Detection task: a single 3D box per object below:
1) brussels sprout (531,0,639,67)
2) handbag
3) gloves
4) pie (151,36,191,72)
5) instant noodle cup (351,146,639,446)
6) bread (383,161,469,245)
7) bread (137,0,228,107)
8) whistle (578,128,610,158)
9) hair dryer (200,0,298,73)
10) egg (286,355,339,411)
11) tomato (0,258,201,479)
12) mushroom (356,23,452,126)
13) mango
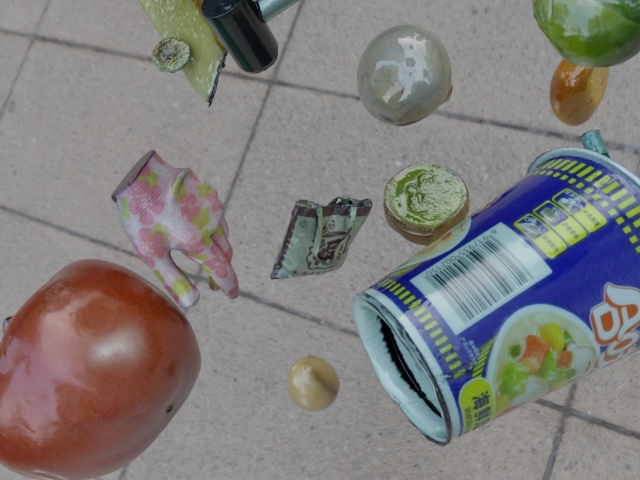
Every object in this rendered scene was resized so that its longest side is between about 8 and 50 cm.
[{"bbox_3d":[0.331,-0.281,0.786,0.155,0.117,0.155,9,107,32],"label":"brussels sprout"},{"bbox_3d":[0.000,0.000,1.571,0.127,0.213,0.235,62,143,35],"label":"handbag"},{"bbox_3d":[-0.185,-0.007,0.945,0.126,0.241,0.145,-36,25,22],"label":"gloves"},{"bbox_3d":[-0.297,-0.369,1.313,0.084,0.020,0.084,-3,70,9],"label":"pie"},{"bbox_3d":[0.218,0.078,0.776,0.312,0.284,0.284,-27,65,-15],"label":"instant noodle cup"},{"bbox_3d":[0.273,-0.098,1.711,0.236,0.070,0.236,-4,56,5],"label":"bread"},{"bbox_3d":[-0.206,-0.552,1.350,0.405,0.242,0.346,50,133,10],"label":"bread"},{"bbox_3d":[0.499,-0.102,1.146,0.039,0.039,0.186,-19,77,17],"label":"whistle"},{"bbox_3d":[-0.033,-0.282,0.765,0.197,0.100,0.057,-32,52,7],"label":"hair dryer"},{"bbox_3d":[-0.012,0.214,0.989,0.080,0.096,0.080,-5,66,11],"label":"egg"},{"bbox_3d":[-0.336,0.204,0.987,0.272,0.341,0.341,26,87,-1],"label":"tomato"},{"bbox_3d":[0.186,-0.345,1.358,0.209,0.206,0.206,-28,62,-26],"label":"mushroom"},{"bbox_3d":[0.610,-0.360,1.564,0.141,0.217,0.102,-41,51,-18],"label":"mango"}]
